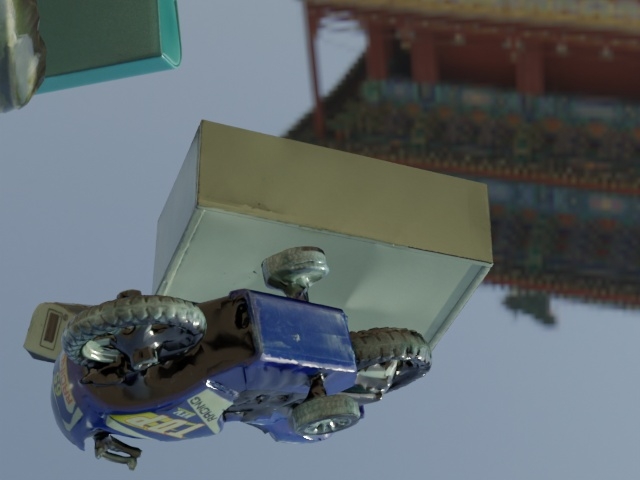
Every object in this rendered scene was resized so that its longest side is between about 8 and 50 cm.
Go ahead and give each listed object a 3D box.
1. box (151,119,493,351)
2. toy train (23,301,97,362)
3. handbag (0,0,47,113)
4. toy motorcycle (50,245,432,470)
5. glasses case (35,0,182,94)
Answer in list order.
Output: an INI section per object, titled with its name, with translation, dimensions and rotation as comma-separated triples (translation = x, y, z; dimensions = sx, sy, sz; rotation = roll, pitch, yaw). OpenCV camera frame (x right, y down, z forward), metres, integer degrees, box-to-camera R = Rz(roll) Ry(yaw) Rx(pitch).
[box]
translation = 0.000, 0.000, 1.222
dimensions = 0.225, 0.129, 0.086
rotation = 12, -129, -15
[toy train]
translation = -0.142, 0.082, 1.363
dimensions = 0.055, 0.048, 0.252
rotation = 10, 180, 32
[handbag]
translation = -0.256, -0.170, 0.620
dimensions = 0.240, 0.340, 0.247
rotation = -24, -129, -19
[toy motorcycle]
translation = -0.062, 0.084, 1.038
dimensions = 0.169, 0.315, 0.113
rotation = -28, -116, 33
[glasses case]
translation = -0.294, -0.205, 1.674
dimensions = 0.301, 0.070, 0.117
rotation = -9, -106, 15
